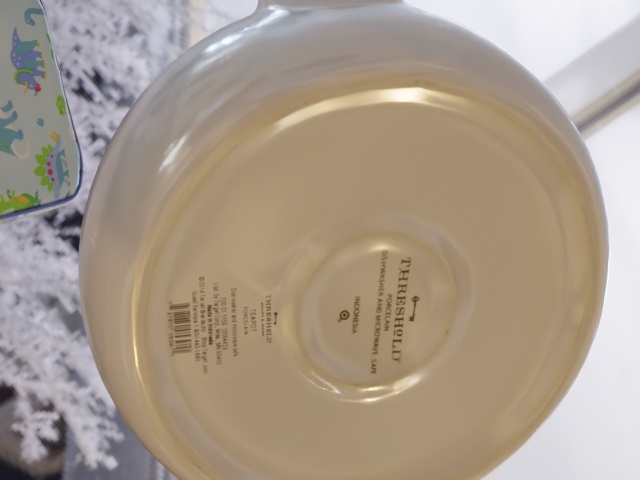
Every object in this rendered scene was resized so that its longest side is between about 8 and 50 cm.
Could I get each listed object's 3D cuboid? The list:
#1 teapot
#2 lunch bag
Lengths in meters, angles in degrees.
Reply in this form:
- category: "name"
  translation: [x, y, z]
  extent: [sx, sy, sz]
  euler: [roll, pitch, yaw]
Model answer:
- category: "teapot"
  translation: [0.000, 0.000, 0.625]
  extent: [0.252, 0.256, 0.187]
  euler: [41, -174, -26]
- category: "lunch bag"
  translation: [-0.298, -0.118, 1.092]
  extent: [0.176, 0.090, 0.219]
  euler: [-22, -80, -56]
